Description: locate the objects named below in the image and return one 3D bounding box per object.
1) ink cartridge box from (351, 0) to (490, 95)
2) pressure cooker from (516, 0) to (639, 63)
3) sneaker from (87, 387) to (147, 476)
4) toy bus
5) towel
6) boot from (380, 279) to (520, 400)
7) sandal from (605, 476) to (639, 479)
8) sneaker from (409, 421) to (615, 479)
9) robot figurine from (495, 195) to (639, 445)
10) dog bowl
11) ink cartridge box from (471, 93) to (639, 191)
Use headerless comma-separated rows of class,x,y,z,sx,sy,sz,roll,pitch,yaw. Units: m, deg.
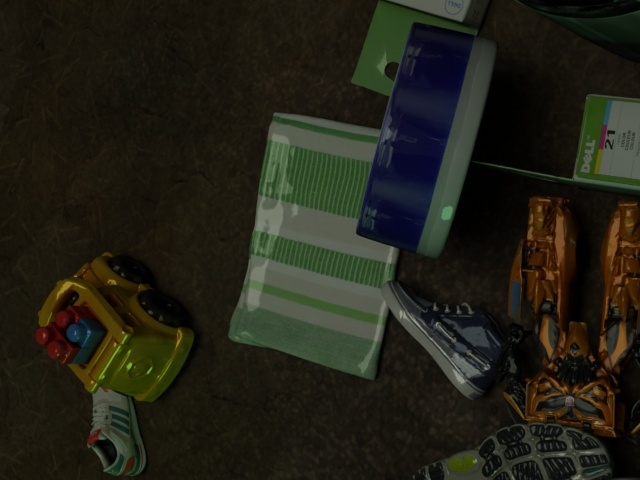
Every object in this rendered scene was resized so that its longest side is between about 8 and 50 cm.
ink cartridge box,0.128,-0.298,1.714,0.171,0.056,0.235,24,97,34
pressure cooker,0.329,-0.382,1.353,0.369,0.420,0.376,-28,68,31
sneaker,-0.311,0.271,1.949,0.057,0.075,0.161,-33,67,28
toy bus,-0.326,0.118,1.896,0.220,0.211,0.149,45,112,32
towel,0.000,0.000,1.781,0.247,0.038,0.325,12,92,35
boot,0.161,0.101,1.642,0.086,0.069,0.190,-46,69,14
sandal,0.203,0.365,1.439,0.416,0.102,0.169,-18,89,20
sneaker,0.223,0.265,1.530,0.275,0.110,0.107,-21,81,42
robot figurine,0.299,0.097,1.513,0.211,0.085,0.291,3,89,26
dog bowl,0.124,-0.118,1.558,0.104,0.265,0.265,15,94,3
ink cartridge box,0.325,-0.102,1.464,0.255,0.188,0.097,12,92,36
